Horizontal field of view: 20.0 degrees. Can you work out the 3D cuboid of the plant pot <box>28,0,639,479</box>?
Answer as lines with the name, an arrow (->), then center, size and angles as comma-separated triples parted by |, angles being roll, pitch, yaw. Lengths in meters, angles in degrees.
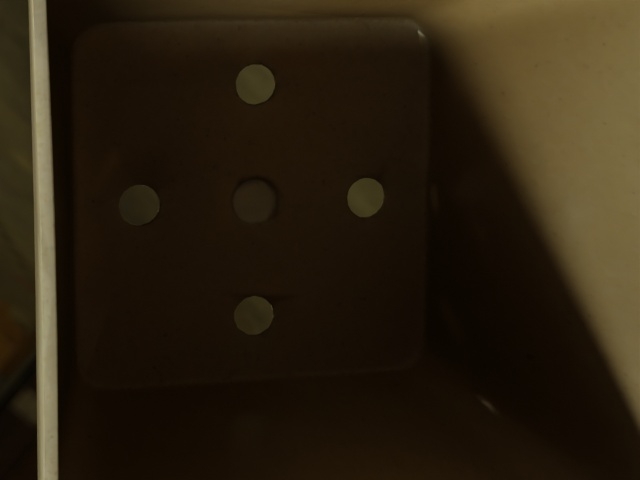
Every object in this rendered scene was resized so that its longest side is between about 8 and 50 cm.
plant pot -> 0.000, 0.000, 0.308 | 0.096, 0.109, 0.109 | -146, 55, -70
